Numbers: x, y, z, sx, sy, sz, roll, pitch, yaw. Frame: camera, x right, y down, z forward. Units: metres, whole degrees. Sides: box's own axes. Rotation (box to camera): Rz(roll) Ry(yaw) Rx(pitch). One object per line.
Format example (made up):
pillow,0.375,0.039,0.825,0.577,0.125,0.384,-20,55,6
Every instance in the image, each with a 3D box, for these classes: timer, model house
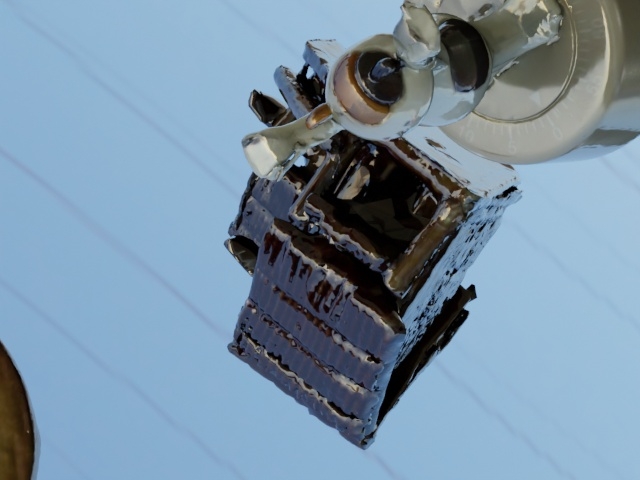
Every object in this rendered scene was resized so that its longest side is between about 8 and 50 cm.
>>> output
timer,0.078,-0.105,1.008,0.175,0.175,0.266,52,-143,12
model house,0.000,0.000,1.554,0.317,0.282,0.297,39,-165,25

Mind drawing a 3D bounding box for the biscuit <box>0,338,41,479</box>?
biscuit,-0.398,0.180,1.486,0.317,0.040,0.318,1,-103,-5
